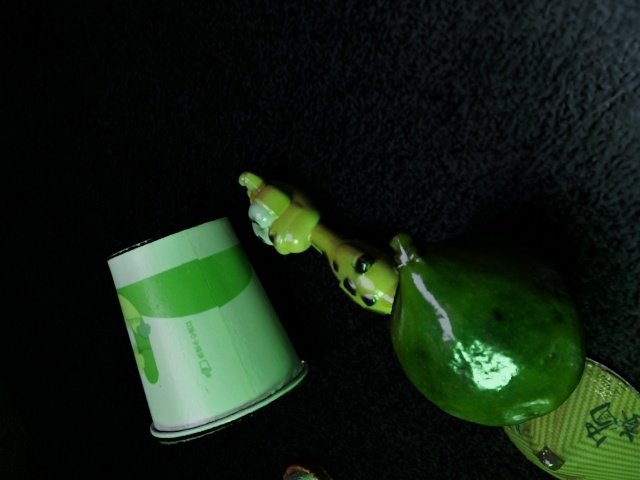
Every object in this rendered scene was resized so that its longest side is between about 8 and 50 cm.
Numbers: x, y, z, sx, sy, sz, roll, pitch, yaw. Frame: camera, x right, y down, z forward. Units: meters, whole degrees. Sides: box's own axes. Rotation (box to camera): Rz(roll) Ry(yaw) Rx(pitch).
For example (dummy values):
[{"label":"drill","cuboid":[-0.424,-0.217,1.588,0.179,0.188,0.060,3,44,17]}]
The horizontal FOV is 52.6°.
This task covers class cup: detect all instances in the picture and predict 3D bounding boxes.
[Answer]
[{"label":"cup","cuboid":[-0.176,0.119,0.966,0.253,0.253,0.273,-16,95,47]}]

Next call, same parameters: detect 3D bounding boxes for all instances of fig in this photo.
[{"label":"fig","cuboid":[0.142,0.077,0.631,0.195,0.195,0.245,-6,153,45]}]

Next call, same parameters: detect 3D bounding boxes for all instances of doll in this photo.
[{"label":"doll","cuboid":[0.000,0.001,0.826,0.291,0.086,0.117,36,164,24]}]

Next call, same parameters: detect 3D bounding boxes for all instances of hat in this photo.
[{"label":"hat","cuboid":[-0.052,0.449,1.095,0.112,0.162,0.093,13,119,34]},{"label":"hat","cuboid":[0.265,0.220,0.714,0.193,0.082,0.193,22,126,33]}]
